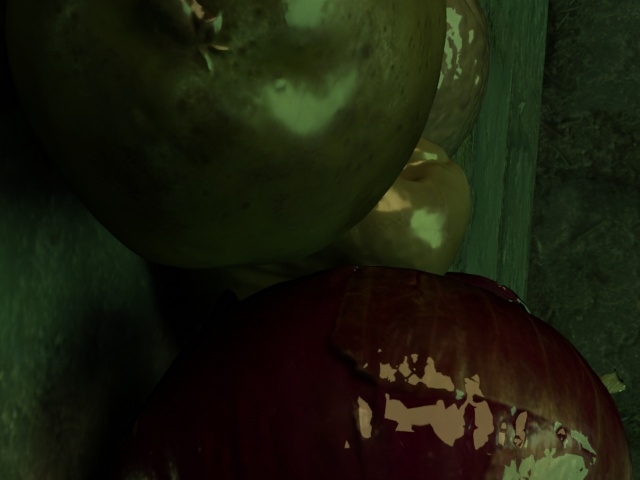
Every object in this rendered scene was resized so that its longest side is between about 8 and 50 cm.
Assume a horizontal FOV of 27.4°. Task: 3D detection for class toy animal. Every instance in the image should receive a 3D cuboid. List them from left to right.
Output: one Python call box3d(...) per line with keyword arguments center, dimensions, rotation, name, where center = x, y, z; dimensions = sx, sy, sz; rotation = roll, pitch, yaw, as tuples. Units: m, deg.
box3d(center=(0.053, -0.165, 1.122), dimensions=(0.358, 0.188, 0.227), rotation=(49, 53, -69), name="toy animal")

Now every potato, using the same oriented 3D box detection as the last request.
box3d(center=(-0.044, -0.110, 0.731), dimensions=(0.326, 0.220, 0.243), rotation=(-54, 152, -65), name="potato")

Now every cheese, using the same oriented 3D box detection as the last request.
box3d(center=(0.000, 0.000, 0.939), dimensions=(0.235, 0.217, 0.117), rotation=(51, 28, -36), name="cheese")

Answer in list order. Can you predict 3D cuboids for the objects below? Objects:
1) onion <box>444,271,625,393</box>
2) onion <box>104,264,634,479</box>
box3d(center=(0.124, 0.182, 1.389), dimensions=(0.256, 0.272, 0.230), rotation=(48, 38, -15), name="onion")
box3d(center=(0.027, 0.211, 0.792), dimensions=(0.385, 0.347, 0.348), rotation=(-90, 171, -47), name="onion")
